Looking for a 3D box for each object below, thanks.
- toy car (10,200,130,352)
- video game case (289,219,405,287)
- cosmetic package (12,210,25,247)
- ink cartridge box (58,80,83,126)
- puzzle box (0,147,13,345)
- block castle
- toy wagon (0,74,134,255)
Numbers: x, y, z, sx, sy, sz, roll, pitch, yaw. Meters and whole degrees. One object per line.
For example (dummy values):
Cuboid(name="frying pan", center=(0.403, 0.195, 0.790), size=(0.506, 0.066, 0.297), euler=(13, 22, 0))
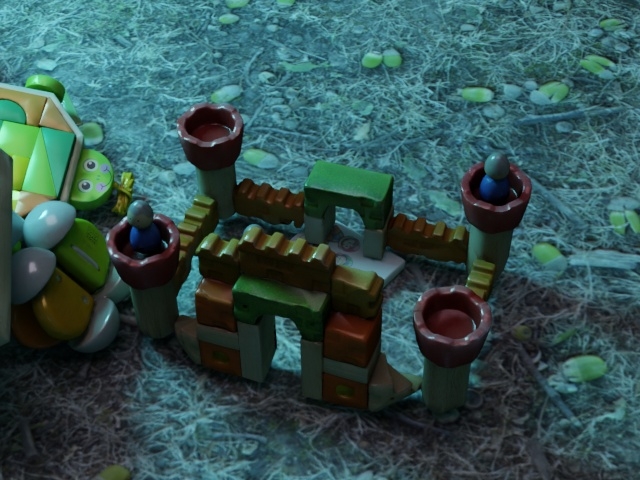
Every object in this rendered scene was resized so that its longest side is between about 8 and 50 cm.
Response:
Cuboid(name="toy car", center=(-0.329, 0.055, 1.419), size=(0.136, 0.159, 0.182), euler=(-24, 37, 31))
Cuboid(name="video game case", center=(0.007, 0.041, 1.488), size=(0.143, 0.019, 0.157), euler=(31, 54, 27))
Cuboid(name="cosmetic package", center=(-0.480, 0.030, 1.407), size=(0.117, 0.085, 0.231), euler=(33, 79, 28))
Cuboid(name="ink cartridge box", center=(-0.455, -0.149, 1.656), size=(0.209, 0.062, 0.109), euler=(-20, 50, -16))
Cuboid(name="puzzle box", center=(-0.519, 0.076, 1.293), size=(0.409, 0.052, 0.272), euler=(-27, 48, 17))
Cuboid(name="block castle", center=(0.000, 0.000, 1.368), size=(0.453, 0.213, 0.303), euler=(13, 49, 13))
Cuboid(name="toy wagon", center=(-0.423, -0.109, 1.553), size=(0.344, 0.068, 0.267), euler=(11, 65, -4))
